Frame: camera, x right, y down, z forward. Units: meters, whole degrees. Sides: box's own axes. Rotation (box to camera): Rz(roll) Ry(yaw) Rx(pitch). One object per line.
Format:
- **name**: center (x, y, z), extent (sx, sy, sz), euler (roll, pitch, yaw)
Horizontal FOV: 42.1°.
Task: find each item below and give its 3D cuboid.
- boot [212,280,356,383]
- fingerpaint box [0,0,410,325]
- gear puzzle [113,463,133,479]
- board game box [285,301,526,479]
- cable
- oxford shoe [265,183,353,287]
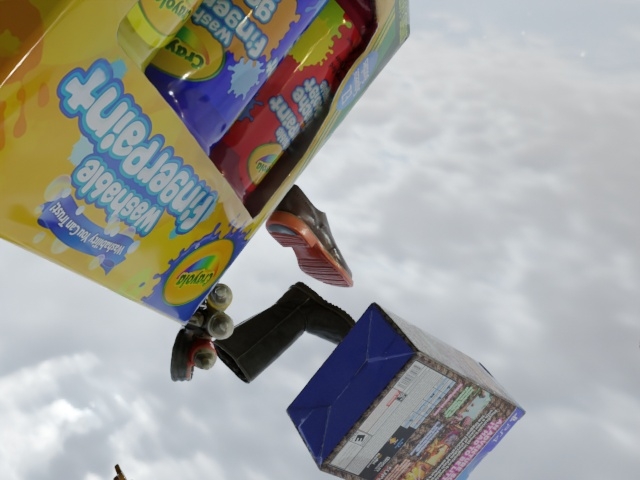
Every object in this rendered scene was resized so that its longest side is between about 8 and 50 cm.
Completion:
- **boot**: center (-0.056, 0.177, 1.450), extent (0.189, 0.076, 0.208), euler (31, -135, 26)
- **fingerpaint box**: center (-0.100, -0.152, 0.611), extent (0.163, 0.371, 0.445), euler (36, 173, 14)
- **gear puzzle**: center (-0.305, 0.560, 1.505), extent (0.044, 0.339, 0.175), euler (-25, -173, -18)
- **board game box**: center (0.137, 0.271, 1.322), extent (0.291, 0.232, 0.141), euler (32, -169, -37)
- **cable**: center (-0.155, 0.115, 1.144), extent (0.072, 0.140, 0.287), euler (15, -179, -4)
- **oxford shoe**: center (0.000, 0.000, 1.537), extent (0.096, 0.271, 0.098), euler (4, -119, 31)
